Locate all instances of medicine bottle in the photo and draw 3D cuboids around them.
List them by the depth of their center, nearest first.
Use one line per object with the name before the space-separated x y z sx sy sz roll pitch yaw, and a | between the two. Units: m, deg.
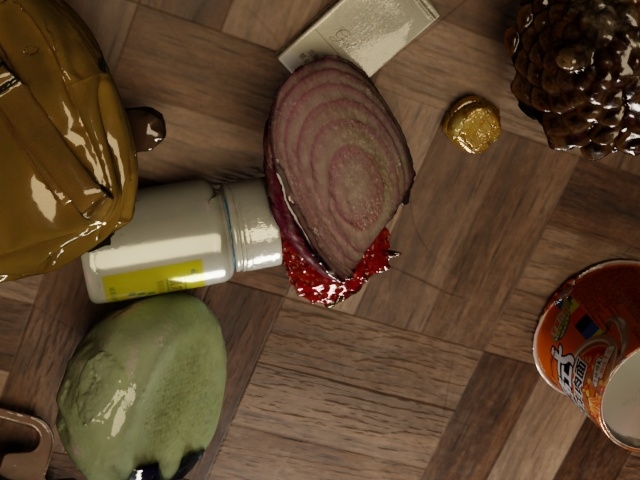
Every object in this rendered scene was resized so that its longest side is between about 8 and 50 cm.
medicine bottle | -0.186 -0.006 1.626 0.258 0.143 0.143 -11 117 -8

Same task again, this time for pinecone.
pinecone | 0.399 -0.261 1.588 0.296 0.242 0.298 -4 114 -21

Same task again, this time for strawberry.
strawberry | 0.002 0.003 1.706 0.167 0.087 0.208 -43 115 10

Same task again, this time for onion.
onion | -0.007 -0.101 1.590 0.247 0.111 0.250 56 51 -24

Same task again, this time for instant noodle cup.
instant noodle cup | 0.465 0.178 1.835 0.250 0.192 0.250 -5 115 -11

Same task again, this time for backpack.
backpack | -0.381 -0.139 1.468 0.353 0.201 0.378 -10 101 9

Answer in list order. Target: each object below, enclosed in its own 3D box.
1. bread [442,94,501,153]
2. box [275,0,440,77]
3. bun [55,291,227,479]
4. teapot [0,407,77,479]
bread | 0.210 -0.159 1.700 0.083 0.046 0.081 1 120 -15
box | 0.049 -0.270 1.620 0.198 0.029 0.109 -41 117 9
bun | -0.260 0.198 1.673 0.187 0.293 0.293 13 116 20
teapot | -0.513 0.367 1.694 0.344 0.253 0.300 19 78 -28
